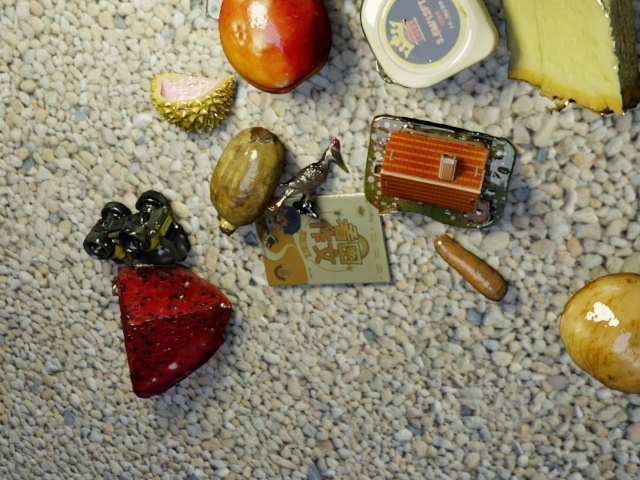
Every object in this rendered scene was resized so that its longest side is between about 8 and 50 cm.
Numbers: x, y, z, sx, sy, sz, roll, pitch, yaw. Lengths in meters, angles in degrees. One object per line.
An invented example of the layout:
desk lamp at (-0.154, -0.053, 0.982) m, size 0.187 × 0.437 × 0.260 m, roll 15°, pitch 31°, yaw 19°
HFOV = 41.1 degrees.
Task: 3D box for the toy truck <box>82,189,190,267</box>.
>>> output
toy truck at (-0.423, -0.002, 1.976) m, size 0.224 × 0.147 × 0.165 m, roll -11°, pitch 130°, yaw 28°

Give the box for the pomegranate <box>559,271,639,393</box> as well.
pomegranate at (0.577, 0.176, 1.613) m, size 0.248 × 0.248 × 0.248 m, roll 8°, pitch 115°, yaw 18°

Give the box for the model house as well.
model house at (0.215, -0.110, 1.656) m, size 0.294 × 0.154 × 0.207 m, roll 13°, pitch 115°, yaw 11°

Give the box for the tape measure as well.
tape measure at (0.176, -0.420, 1.559) m, size 0.231 × 0.133 × 0.271 m, roll -24°, pitch 101°, yaw 20°

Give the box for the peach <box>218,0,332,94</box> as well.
peach at (-0.091, -0.401, 1.628) m, size 0.243 × 0.199 × 0.243 m, roll 30°, pitch 134°, yaw 35°

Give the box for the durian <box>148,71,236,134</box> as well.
durian at (-0.277, -0.296, 1.812) m, size 0.182 × 0.165 × 0.132 m, roll 11°, pitch 76°, yaw -8°

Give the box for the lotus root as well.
lotus root at (-0.161, -0.121, 1.812) m, size 0.145 × 0.128 × 0.260 m, roll 48°, pitch 126°, yaw 39°

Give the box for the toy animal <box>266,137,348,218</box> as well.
toy animal at (-0.019, -0.127, 1.790) m, size 0.105 × 0.070 × 0.202 m, roll 31°, pitch 103°, yaw -30°

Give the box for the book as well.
book at (0.000, 0.000, 1.873) m, size 0.296 × 0.020 × 0.207 m, roll -3°, pitch 110°, yaw 22°

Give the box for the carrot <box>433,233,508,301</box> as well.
carrot at (0.308, 0.055, 1.754) m, size 0.186 × 0.060 × 0.060 m, roll 40°, pitch 120°, yaw 1°

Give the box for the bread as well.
bread at (0.395, -0.332, 1.418) m, size 0.279 × 0.315 × 0.248 m, roll 3°, pitch 112°, yaw 31°

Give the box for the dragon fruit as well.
dragon fruit at (-0.403, 0.226, 2.005) m, size 0.302 × 0.240 × 0.330 m, roll 31°, pitch 114°, yaw 27°

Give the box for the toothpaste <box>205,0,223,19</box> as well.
toothpaste at (-0.197, -0.539, 1.698) m, size 0.047 × 0.040 × 0.196 m, roll 13°, pitch 117°, yaw 10°
